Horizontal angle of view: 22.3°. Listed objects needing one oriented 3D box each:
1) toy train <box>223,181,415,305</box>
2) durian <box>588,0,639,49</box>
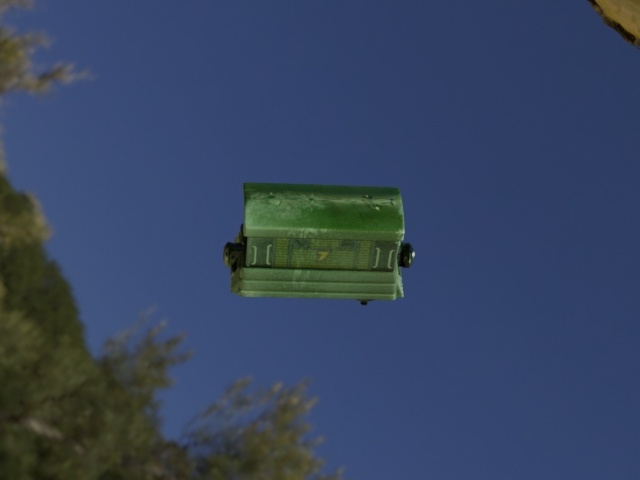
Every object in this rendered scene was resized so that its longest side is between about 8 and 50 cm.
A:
[{"bbox_3d":[0.000,0.000,0.784,0.093,0.038,0.056,2,-46,-5],"label":"toy train"},{"bbox_3d":[0.191,-0.212,0.939,0.140,0.078,0.224,14,-52,65],"label":"durian"}]
